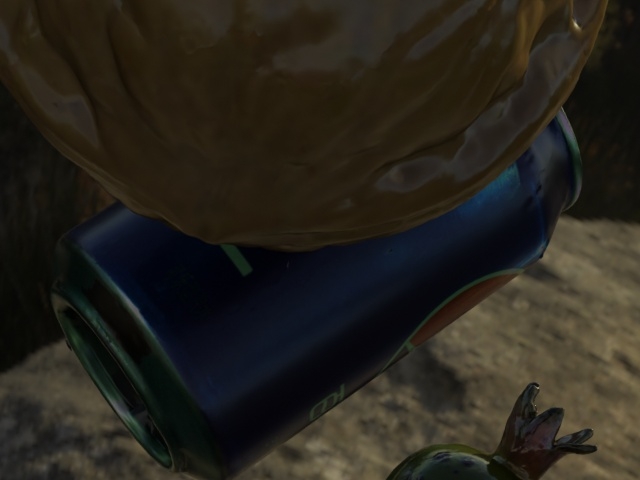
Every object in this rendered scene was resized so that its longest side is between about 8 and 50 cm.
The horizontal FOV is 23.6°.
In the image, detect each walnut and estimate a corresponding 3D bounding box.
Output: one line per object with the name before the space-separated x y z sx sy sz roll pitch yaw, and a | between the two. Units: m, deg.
walnut | -0.011 -0.097 0.451 0.213 0.213 0.213 11 41 -10

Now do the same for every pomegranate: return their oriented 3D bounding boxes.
pomegranate | 0.107 0.174 0.973 0.159 0.129 0.129 -40 64 -15

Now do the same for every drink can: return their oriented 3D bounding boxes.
drink can | 0.000 0.000 0.613 0.205 0.118 0.118 -35 61 -17
